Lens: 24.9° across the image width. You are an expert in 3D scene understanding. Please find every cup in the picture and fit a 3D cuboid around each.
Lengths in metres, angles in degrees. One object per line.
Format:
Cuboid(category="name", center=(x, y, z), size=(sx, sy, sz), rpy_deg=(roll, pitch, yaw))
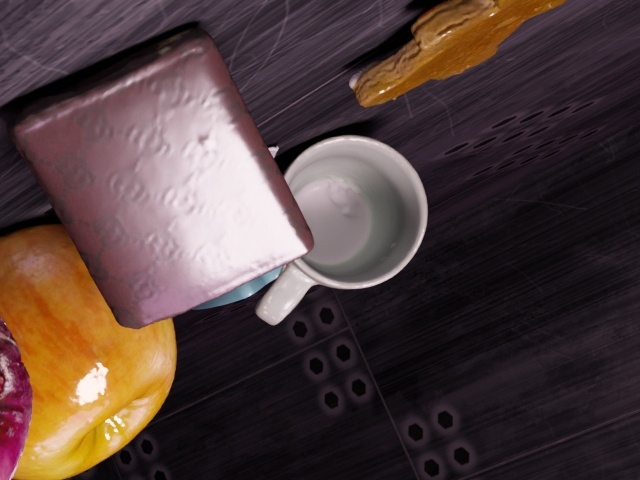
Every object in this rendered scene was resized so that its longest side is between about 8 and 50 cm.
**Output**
Cuboid(category="cup", center=(0.000, 0.000, 1.857), size=(0.258, 0.186, 0.234), rpy_deg=(-51, -176, -9))

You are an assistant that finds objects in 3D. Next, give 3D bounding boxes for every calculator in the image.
Cuboid(category="calculator", center=(-0.096, 0.036, 2.305), size=(0.256, 0.054, 0.386), rpy_deg=(-30, -177, -17))

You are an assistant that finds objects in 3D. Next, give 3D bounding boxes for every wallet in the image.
Cuboid(category="wallet", center=(-0.126, -0.045, 1.162), size=(0.182, 0.229, 0.049), rpy_deg=(-24, -145, 3))

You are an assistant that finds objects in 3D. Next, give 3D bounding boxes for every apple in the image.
Cuboid(category="apple", center=(-0.289, 0.123, 1.550), size=(0.286, 0.233, 0.286), rpy_deg=(-34, 157, -16))

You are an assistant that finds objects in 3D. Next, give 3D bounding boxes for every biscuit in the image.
Cuboid(category="biscuit", center=(0.158, -0.219, 1.382), size=(0.197, 0.049, 0.301), rpy_deg=(-26, 175, -30))

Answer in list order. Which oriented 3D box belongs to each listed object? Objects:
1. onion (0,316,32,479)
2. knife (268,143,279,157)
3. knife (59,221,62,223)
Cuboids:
Cuboid(category="onion", center=(-0.410, 0.122, 1.368), size=(0.349, 0.267, 0.159), rpy_deg=(-11, -149, 44))
Cuboid(category="knife", center=(-0.099, -0.064, 1.836), size=(0.081, 0.043, 0.336), rpy_deg=(-17, 166, -9))
Cuboid(category="knife", center=(-0.317, 0.006, 1.639), size=(0.030, 0.014, 0.207), rpy_deg=(-15, 167, -45))
